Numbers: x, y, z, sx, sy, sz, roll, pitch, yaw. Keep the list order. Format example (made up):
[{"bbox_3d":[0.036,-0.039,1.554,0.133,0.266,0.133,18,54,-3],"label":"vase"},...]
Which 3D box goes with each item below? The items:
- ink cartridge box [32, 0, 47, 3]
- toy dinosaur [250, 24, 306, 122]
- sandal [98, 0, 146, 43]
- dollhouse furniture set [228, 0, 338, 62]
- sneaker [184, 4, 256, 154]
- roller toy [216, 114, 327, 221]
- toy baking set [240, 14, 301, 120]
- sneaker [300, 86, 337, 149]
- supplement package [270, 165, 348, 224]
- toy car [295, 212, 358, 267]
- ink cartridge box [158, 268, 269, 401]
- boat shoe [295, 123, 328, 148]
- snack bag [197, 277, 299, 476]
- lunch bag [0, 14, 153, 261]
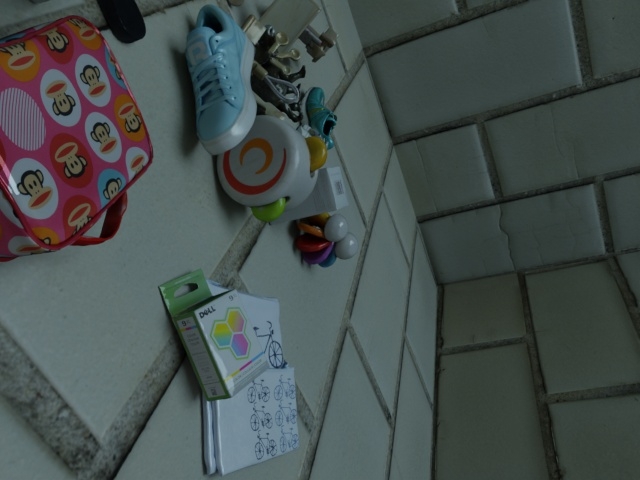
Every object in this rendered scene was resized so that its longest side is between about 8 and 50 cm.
[{"bbox_3d":[-0.270,-0.457,0.590,0.279,0.384,0.160,44,48,-57],"label":"ink cartridge box"},{"bbox_3d":[-0.123,-0.367,1.348,0.121,0.160,0.314,147,-53,-76],"label":"toy dinosaur"},{"bbox_3d":[-0.351,-0.454,0.872,0.097,0.054,0.254,-76,147,-50],"label":"sandal"},{"bbox_3d":[-0.130,-0.602,1.537,0.303,0.174,0.355,40,2,-14],"label":"dollhouse furniture set"},{"bbox_3d":[-0.220,-0.330,1.069,0.150,0.135,0.366,43,30,-45],"label":"sneaker"},{"bbox_3d":[-0.106,-0.159,1.145,0.209,0.191,0.146,-57,159,6],"label":"roller toy"},{"bbox_3d":[-0.140,-0.411,1.269,0.030,0.196,0.256,154,-57,-67],"label":"toy baking set"},{"bbox_3d":[0.001,-0.372,1.679,0.107,0.110,0.275,51,32,-50],"label":"sneaker"},{"bbox_3d":[-0.038,-0.111,1.320,0.105,0.179,0.105,-30,107,-69],"label":"supplement package"},{"bbox_3d":[0.000,0.000,1.447,0.136,0.159,0.182,-51,136,-20],"label":"toy car"},{"bbox_3d":[-0.176,0.150,0.909,0.109,0.062,0.209,-27,96,-57],"label":"ink cartridge box"},{"bbox_3d":[-0.034,-0.231,1.396,0.103,0.118,0.320,35,6,-5],"label":"boat shoe"},{"bbox_3d":[-0.132,0.258,1.065,0.323,0.037,0.343,29,51,-63],"label":"snack bag"},{"bbox_3d":[-0.323,-0.114,0.654,0.293,0.120,0.258,-69,142,-57],"label":"lunch bag"}]
